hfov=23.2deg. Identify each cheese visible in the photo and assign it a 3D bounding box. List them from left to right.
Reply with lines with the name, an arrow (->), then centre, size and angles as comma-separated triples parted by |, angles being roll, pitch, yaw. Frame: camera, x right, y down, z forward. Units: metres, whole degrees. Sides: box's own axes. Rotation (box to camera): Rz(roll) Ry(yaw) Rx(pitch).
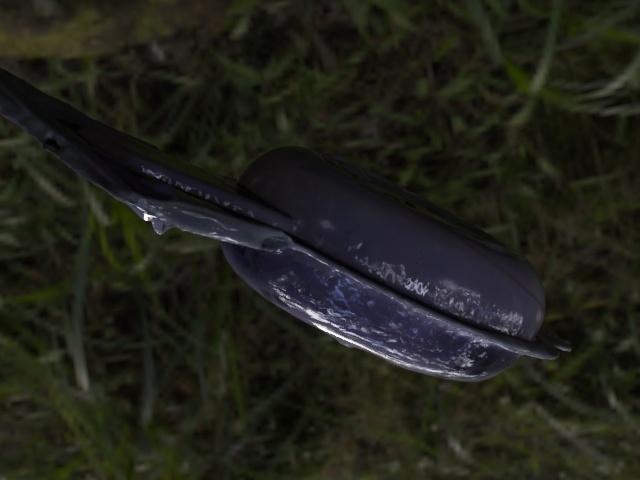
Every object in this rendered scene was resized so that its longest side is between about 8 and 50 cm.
cheese -> 0.000, 0.000, 0.428 | 0.191, 0.042, 0.105 | 19, -170, -43
